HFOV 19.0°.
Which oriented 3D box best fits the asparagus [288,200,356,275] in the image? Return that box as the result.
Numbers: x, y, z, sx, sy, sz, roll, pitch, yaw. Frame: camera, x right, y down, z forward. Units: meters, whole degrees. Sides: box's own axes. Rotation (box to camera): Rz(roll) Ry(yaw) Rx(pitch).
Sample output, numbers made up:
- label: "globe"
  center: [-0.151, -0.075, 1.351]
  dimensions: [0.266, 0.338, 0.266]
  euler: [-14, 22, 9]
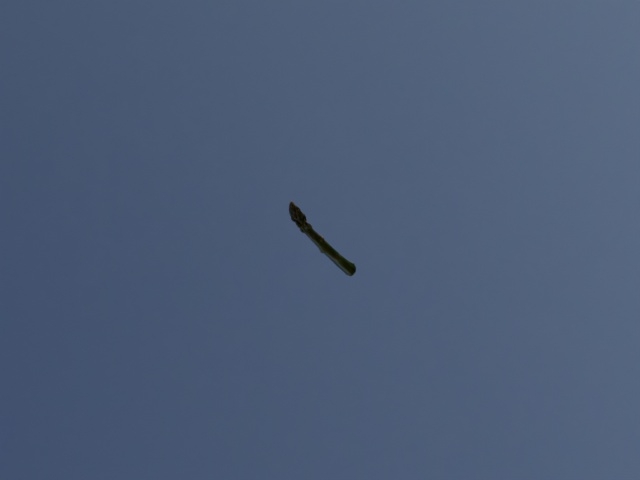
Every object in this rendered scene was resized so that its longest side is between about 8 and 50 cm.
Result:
- label: "asparagus"
  center: [0.000, 0.000, 1.818]
  dimensions: [0.114, 0.014, 0.015]
  euler: [46, -143, -42]
